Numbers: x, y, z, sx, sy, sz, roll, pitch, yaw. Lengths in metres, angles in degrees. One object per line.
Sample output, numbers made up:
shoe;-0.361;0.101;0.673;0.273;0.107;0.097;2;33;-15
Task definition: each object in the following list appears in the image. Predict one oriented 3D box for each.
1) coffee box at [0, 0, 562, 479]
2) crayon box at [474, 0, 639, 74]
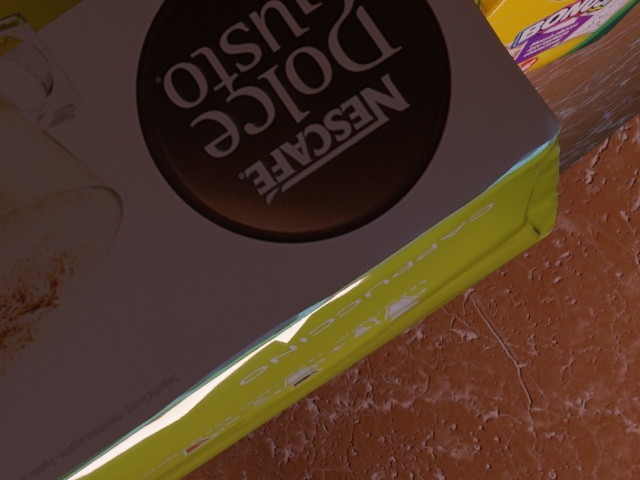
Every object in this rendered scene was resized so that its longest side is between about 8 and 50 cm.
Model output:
coffee box;-0.099;-0.065;0.885;0.337;0.334;0.338;-34;171;2
crayon box;0.228;-0.269;1.665;0.363;0.106;0.313;-27;169;-35
